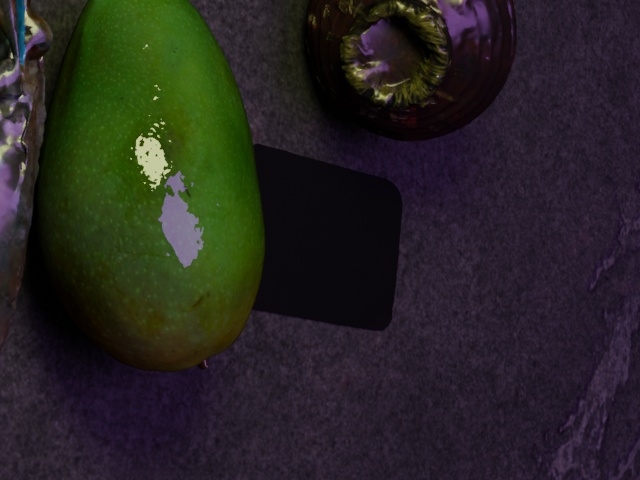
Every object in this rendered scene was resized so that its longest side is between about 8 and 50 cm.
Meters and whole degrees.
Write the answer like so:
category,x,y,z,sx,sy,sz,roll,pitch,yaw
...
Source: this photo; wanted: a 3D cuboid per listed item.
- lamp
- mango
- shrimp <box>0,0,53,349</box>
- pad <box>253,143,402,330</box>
category,x,y,z,sx,sy,sz,roll,pitch,yaw
lamp,0.097,-0.226,1.912,0.247,0.247,0.247,3,85,-47
mango,-0.163,-0.065,1.646,0.225,0.201,0.382,-5,89,-38
shrimp,-0.342,-0.043,1.532,0.221,0.110,0.446,23,77,-37
pad,0.000,0.000,1.956,0.267,0.004,0.181,14,77,-46
